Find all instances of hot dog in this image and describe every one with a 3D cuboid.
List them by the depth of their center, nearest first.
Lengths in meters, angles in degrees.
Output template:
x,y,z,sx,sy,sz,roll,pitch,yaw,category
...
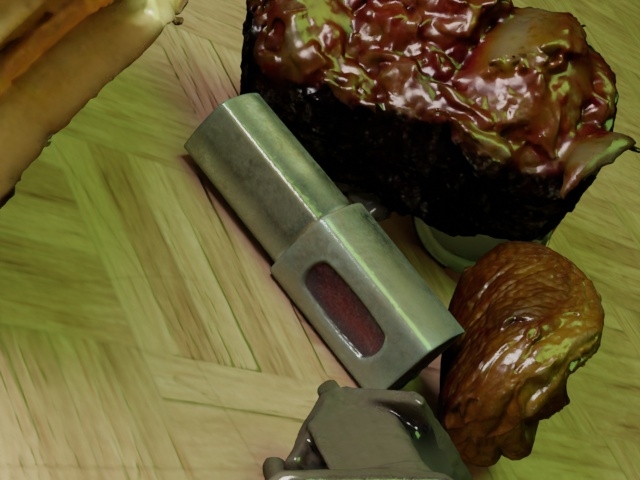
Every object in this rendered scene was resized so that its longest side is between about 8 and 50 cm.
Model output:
x,y,z,sx,sy,sz,roll,pitch,yaw,category
0.150,0.088,1.304,0.099,0.160,0.227,29,29,-11,hot dog

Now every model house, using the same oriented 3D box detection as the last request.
x,y,z,sx,sy,sz,roll,pitch,yaw,category
0.049,0.187,1.034,0.229,0.122,0.188,54,8,-18,model house

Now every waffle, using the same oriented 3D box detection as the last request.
x,y,z,sx,sy,sz,roll,pitch,yaw,category
-0.174,-0.163,1.022,0.114,0.261,0.376,44,24,-20,waffle

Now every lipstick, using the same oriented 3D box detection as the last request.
x,y,z,sx,sy,sz,roll,pitch,yaw,category
0.000,0.000,1.277,0.253,0.079,0.077,52,31,10,lipstick

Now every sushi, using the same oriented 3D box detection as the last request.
x,y,z,sx,sy,sz,roll,pitch,yaw,category
0.094,-0.114,1.357,0.343,0.196,0.182,17,-17,5,sushi

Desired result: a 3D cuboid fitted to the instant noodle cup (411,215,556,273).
x,y,z,sx,sy,sz,roll,pitch,yaw,category
0.171,-0.067,1.570,0.193,0.193,0.212,43,33,-9,instant noodle cup
